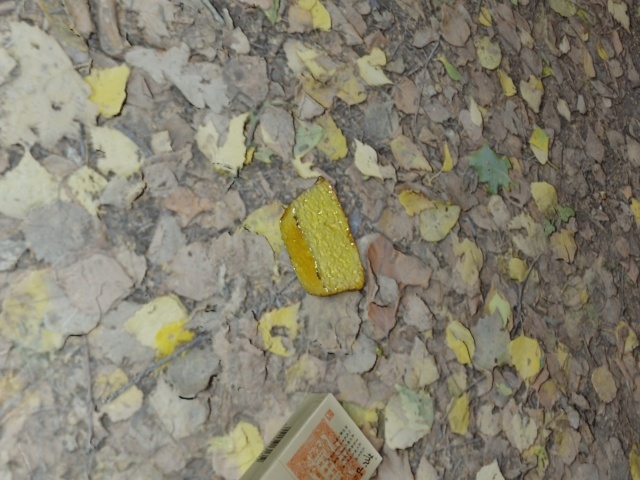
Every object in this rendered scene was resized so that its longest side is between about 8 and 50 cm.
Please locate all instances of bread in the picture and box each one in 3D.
[{"bbox_3d":[0.000,0.000,1.003,0.103,0.065,0.188,-24,93,-36],"label":"bread"}]

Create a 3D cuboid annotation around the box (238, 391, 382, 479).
[{"bbox_3d":[-0.019,0.330,0.902,0.201,0.058,0.141,-44,104,-36],"label":"box"}]
